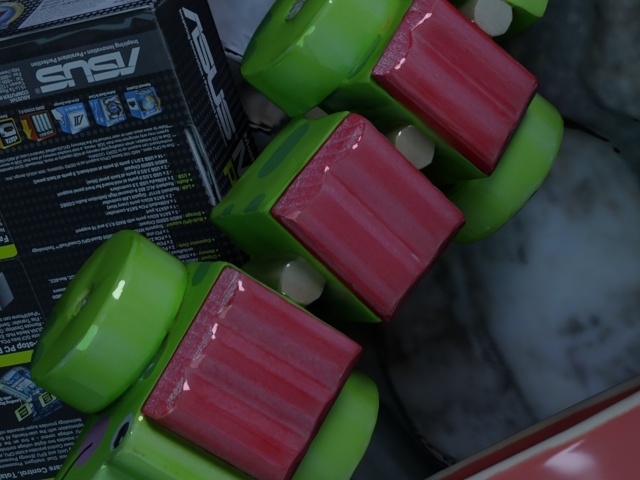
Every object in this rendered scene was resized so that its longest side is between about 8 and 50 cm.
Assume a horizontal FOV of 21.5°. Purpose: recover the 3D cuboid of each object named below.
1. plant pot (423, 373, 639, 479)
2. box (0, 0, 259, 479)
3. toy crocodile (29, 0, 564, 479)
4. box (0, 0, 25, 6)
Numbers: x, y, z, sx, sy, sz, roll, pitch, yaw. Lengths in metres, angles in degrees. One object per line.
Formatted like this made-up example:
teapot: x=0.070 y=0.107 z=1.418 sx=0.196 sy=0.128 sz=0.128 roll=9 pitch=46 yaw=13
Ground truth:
plant pot: x=0.116 y=0.188 z=0.617 sx=0.275 sy=0.275 sz=0.243 roll=-31 pitch=82 yaw=29
box: x=-0.151 y=0.014 z=0.731 sx=0.270 sy=0.060 sz=0.216 roll=-11 pitch=115 yaw=18
toy crocodile: x=0.000 y=0.000 z=0.606 sx=0.115 sy=0.105 sz=0.340 roll=37 pitch=77 yaw=-17
box: x=-0.165 y=-0.062 z=0.752 sx=0.114 sy=0.036 sz=0.207 roll=41 pitch=120 yaw=-14
